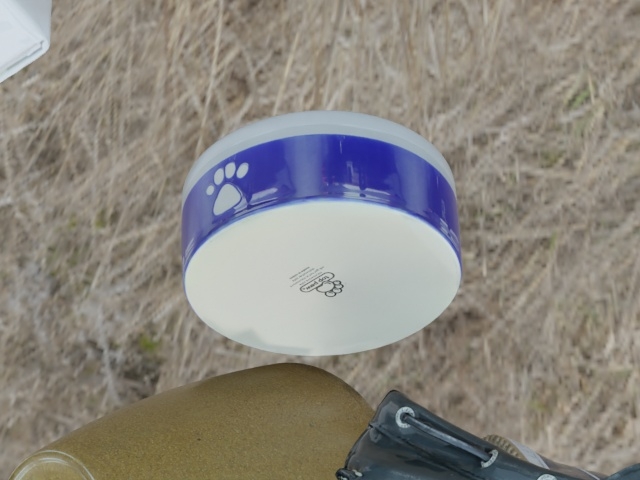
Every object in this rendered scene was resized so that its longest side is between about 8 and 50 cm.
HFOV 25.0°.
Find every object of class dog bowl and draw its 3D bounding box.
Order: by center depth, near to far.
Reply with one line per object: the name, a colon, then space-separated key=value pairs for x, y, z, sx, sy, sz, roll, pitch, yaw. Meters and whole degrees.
dog bowl: x=0.000 y=0.000 z=1.369 sx=0.265 sy=0.104 sz=0.265 roll=-2 pitch=145 yaw=-1

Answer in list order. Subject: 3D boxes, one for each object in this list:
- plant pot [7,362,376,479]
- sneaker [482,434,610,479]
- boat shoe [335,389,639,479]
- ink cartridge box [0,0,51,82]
plant pot: x=-0.101 y=0.209 z=1.066 sx=0.237 sy=0.237 sz=0.254 roll=-42 pitch=153 yaw=27
sneaker: x=0.222 y=0.254 z=1.114 sx=0.153 sy=0.282 sz=0.099 roll=23 pitch=105 yaw=-22
boat shoe: x=0.166 y=0.157 z=0.792 sx=0.340 sy=0.113 sz=0.127 roll=10 pitch=161 yaw=30
ink cartridge box: x=-0.302 y=-0.270 z=0.848 sx=0.166 sy=0.395 sz=0.285 roll=-29 pitch=129 yaw=15
